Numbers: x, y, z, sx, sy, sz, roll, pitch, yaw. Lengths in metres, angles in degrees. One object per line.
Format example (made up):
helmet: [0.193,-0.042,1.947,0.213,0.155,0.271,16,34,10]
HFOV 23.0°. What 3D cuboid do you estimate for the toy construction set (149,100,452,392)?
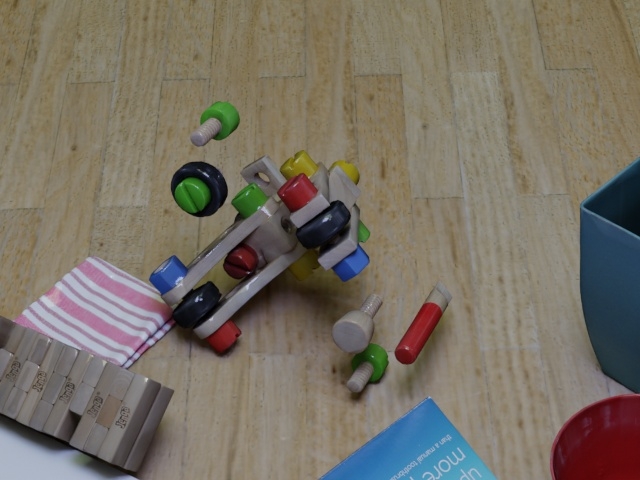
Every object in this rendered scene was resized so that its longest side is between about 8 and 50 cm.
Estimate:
toy construction set: [0.000,0.000,1.682,0.308,0.257,0.237,32,36,6]

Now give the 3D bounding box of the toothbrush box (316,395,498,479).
toothbrush box: [0.088,0.316,1.289,0.216,0.126,0.295,-32,78,-30]

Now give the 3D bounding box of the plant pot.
plant pot: [0.362,0.050,1.571,0.165,0.234,0.165,32,51,32]

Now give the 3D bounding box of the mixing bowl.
mixing bowl: [0.302,0.242,1.463,0.181,0.098,0.181,-2,41,1]

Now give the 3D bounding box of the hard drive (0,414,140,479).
hard drive: [-0.321,0.265,1.428,0.203,0.040,0.307,21,26,23]

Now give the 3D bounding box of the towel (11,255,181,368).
towel: [-0.257,0.096,1.699,0.144,0.029,0.197,26,49,27]

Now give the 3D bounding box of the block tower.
block tower: [-0.306,0.131,1.585,0.335,0.091,0.097,21,81,26]
